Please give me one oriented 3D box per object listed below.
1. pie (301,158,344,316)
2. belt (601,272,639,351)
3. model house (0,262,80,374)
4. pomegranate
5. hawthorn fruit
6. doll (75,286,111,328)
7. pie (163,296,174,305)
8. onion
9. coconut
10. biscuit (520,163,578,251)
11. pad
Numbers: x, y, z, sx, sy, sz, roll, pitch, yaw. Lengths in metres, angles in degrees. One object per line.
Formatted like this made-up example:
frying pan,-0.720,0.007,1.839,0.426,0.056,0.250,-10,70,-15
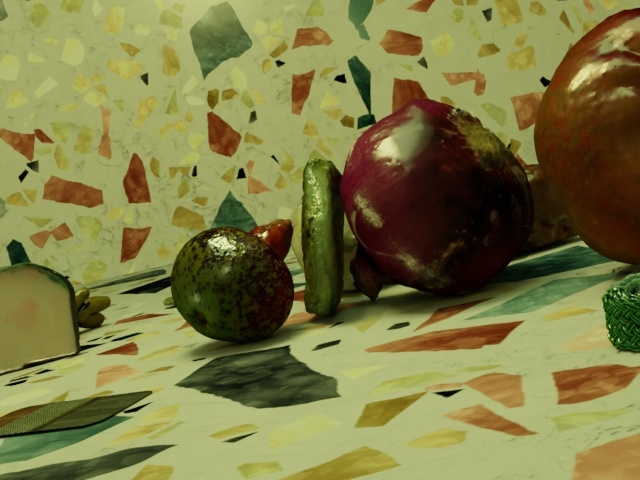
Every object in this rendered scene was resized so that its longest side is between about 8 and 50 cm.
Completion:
pie,0.000,0.000,1.758,0.078,0.277,0.277,1,7,7
belt,0.368,0.064,1.115,0.121,0.079,0.151,-12,4,13
model house,-0.614,0.144,2.038,0.236,0.202,0.237,-14,6,-19
pomegranate,-0.123,0.053,1.695,0.248,0.214,0.214,-46,21,-26
hawthorn fruit,0.501,-0.136,1.491,0.402,0.403,0.403,-13,5,1
doll,-0.550,0.174,2.267,0.209,0.097,0.137,-8,-39,-48
pie,-0.329,0.142,2.407,0.084,0.021,0.084,-8,4,1
onion,0.163,-0.031,1.721,0.347,0.348,0.385,-19,-26,-52
coconut,0.048,-0.011,2.000,0.227,0.227,0.230,-14,-2,-11
biscuit,0.308,-0.049,2.099,0.342,0.166,0.395,-12,3,-21
pad,-0.348,0.206,1.495,0.249,0.055,0.323,-11,23,22
